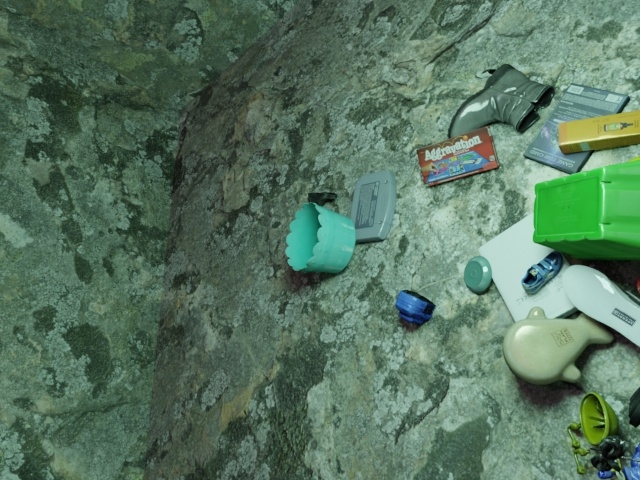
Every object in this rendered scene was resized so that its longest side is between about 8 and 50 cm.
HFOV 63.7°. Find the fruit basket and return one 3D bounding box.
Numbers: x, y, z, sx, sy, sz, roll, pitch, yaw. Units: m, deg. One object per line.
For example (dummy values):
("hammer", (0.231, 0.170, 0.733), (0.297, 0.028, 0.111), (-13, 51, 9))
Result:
("fruit basket", (0.782, -0.089, 1.304), (0.391, 0.391, 0.283), (1, 87, 46))

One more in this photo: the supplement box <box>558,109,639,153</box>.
("supplement box", (0.818, -0.311, 1.486), (0.233, 0.080, 0.078), (-3, 73, 36))

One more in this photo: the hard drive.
("hard drive", (0.623, 0.097, 1.522), (0.210, 0.040, 0.319), (-38, 47, 26))

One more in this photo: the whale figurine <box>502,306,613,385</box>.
("whale figurine", (0.626, 0.280, 1.377), (0.271, 0.141, 0.216), (-26, 60, 5))

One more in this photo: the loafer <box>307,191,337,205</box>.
("loafer", (0.011, -0.184, 2.298), (0.170, 0.062, 0.062), (3, 94, 50))

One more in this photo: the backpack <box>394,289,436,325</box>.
("backpack", (0.309, 0.223, 1.716), (0.097, 0.120, 0.101), (18, 82, 48))

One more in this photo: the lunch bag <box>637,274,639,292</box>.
("lunch bag", (0.919, 0.086, 1.165), (0.258, 0.120, 0.293), (-57, 41, 6))

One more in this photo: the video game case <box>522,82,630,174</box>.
("video game case", (0.790, -0.350, 1.604), (0.274, 0.026, 0.196), (-58, 41, 6))

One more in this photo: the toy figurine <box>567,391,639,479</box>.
("toy figurine", (0.719, 0.537, 1.141), (0.217, 0.191, 0.363), (6, 38, 6))

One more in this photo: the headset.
("headset", (0.738, 0.382, 1.045), (0.393, 0.185, 0.244), (-18, 43, -4))

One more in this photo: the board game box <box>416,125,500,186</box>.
("board game box", (0.483, -0.294, 1.832), (0.281, 0.027, 0.145), (-14, 92, 41))

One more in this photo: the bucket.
("bucket", (0.000, 0.000, 2.062), (0.281, 0.182, 0.282), (-33, 50, 51))

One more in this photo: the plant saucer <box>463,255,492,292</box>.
("plant saucer", (0.492, 0.107, 1.633), (0.119, 0.021, 0.120), (-25, 61, 59))

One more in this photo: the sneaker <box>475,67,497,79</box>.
("sneaker", (0.621, -0.622, 1.909), (0.109, 0.043, 0.040), (19, 85, 51))

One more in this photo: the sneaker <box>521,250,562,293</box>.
("sneaker", (0.623, 0.087, 1.450), (0.144, 0.059, 0.053), (-53, 40, 9))

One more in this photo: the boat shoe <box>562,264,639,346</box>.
("boat shoe", (0.754, 0.172, 1.299), (0.301, 0.102, 0.108), (42, 109, 42))

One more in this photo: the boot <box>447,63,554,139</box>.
("boot", (0.611, -0.432, 1.772), (0.338, 0.118, 0.223), (-53, 48, 19))

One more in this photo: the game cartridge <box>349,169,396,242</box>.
("game cartridge", (0.210, -0.134, 2.063), (0.196, 0.060, 0.295), (-10, 63, 47))
